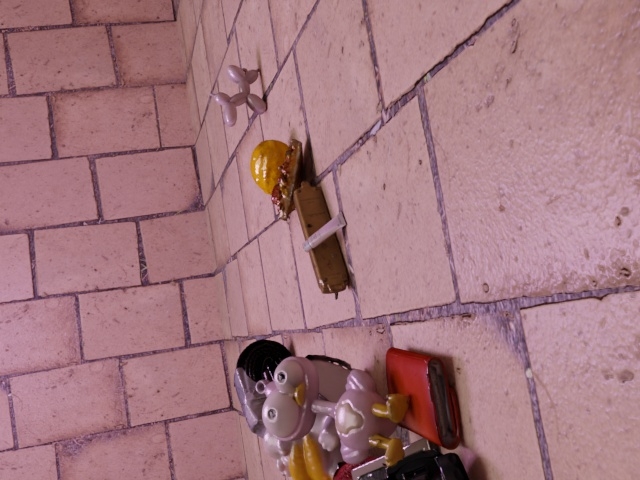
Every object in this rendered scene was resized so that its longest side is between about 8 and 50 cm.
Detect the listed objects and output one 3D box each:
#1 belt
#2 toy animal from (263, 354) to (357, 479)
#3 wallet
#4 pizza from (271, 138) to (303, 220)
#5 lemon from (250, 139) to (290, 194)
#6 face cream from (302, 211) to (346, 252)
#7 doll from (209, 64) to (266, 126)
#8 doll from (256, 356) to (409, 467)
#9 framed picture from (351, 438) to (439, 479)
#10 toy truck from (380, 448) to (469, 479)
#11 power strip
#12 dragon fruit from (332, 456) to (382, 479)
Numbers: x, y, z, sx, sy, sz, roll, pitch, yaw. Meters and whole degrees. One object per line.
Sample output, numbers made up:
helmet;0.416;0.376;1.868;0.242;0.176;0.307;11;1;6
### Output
belt;-0.143;0.428;2.215;0.164;0.184;0.289;115;140;-55
toy animal;-0.014;0.385;1.602;0.247;0.183;0.309;-67;-3;-49
wallet;0.161;0.249;1.253;0.204;0.045;0.142;165;95;-76
pizza;-0.080;-0.128;1.813;0.193;0.053;0.200;-74;-9;-53
lemon;-0.120;-0.184;1.952;0.114;0.114;0.155;-118;22;-52
face cream;0.009;-0.016;1.626;0.115;0.020;0.038;-37;48;23
doll;-0.227;-0.418;2.191;0.160;0.161;0.059;63;167;2
doll;0.011;0.295;1.368;0.365;0.094;0.160;5;89;44
framed picture;0.157;0.513;1.291;0.240;0.020;0.324;-40;56;48
toy truck;0.179;0.429;1.130;0.165;0.147;0.224;56;-169;-53
power strip;0.000;0.000;1.687;0.044;0.064;0.305;100;157;-55
dragon fruit;0.091;0.484;1.473;0.111;0.153;0.153;71;-176;-66
